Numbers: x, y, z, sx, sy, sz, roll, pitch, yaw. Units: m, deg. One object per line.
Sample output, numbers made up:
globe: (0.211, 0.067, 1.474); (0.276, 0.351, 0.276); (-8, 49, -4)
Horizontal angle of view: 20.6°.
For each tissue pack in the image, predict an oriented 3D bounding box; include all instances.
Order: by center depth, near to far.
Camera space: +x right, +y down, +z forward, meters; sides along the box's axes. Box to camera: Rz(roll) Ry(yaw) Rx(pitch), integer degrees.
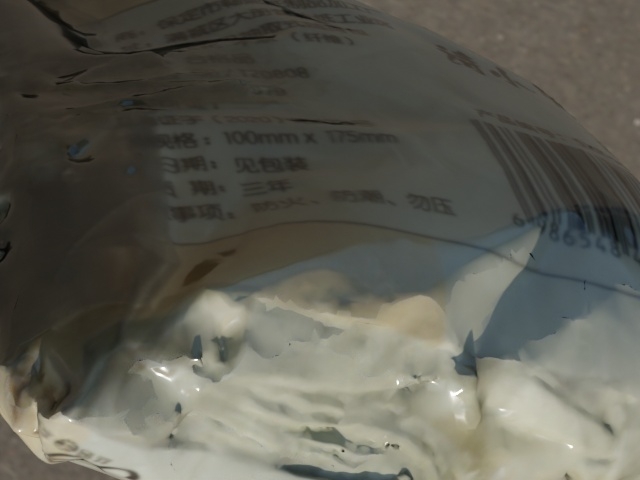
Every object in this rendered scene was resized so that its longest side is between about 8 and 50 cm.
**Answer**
tissue pack: (0.000, 0.000, 0.813); (0.375, 0.390, 0.195); (19, 114, -27)
